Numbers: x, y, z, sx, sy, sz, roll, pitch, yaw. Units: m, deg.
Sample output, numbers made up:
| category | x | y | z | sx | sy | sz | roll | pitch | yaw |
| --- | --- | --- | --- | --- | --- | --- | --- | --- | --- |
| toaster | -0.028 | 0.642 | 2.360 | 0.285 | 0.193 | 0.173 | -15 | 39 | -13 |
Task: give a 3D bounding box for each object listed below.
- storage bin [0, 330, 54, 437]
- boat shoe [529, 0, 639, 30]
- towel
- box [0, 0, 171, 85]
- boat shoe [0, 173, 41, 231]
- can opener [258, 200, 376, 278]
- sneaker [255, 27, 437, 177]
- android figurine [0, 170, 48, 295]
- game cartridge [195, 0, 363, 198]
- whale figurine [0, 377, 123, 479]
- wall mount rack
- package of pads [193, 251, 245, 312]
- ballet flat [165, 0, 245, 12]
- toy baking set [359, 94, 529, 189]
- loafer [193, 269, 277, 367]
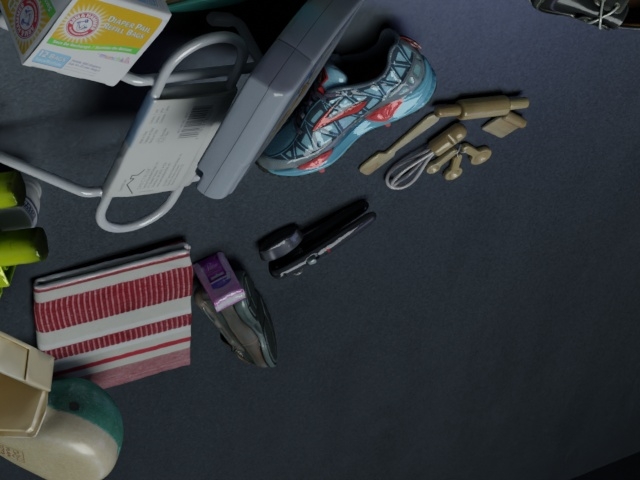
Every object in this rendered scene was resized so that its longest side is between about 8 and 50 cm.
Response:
| category | x | y | z | sx | sy | sz | roll | pitch | yaw |
| --- | --- | --- | --- | --- | --- | --- | --- | --- | --- |
| storage bin | -0.511 | 0.170 | 1.837 | 0.260 | 0.123 | 0.262 | -1 | 163 | 15 |
| boat shoe | 0.378 | -0.322 | 1.940 | 0.233 | 0.079 | 0.084 | -3 | 145 | -35 |
| towel | -0.307 | 0.123 | 2.161 | 0.237 | 0.037 | 0.329 | -15 | 148 | -16 |
| box | -0.244 | -0.262 | 1.387 | 0.114 | 0.203 | 0.103 | 8 | 137 | -46 |
| boat shoe | -0.443 | 0.005 | 1.793 | 0.096 | 0.088 | 0.267 | 41 | 121 | -18 |
| can opener | 0.000 | 0.000 | 2.181 | 0.186 | 0.059 | 0.073 | -25 | 151 | -2 |
| sneaker | 0.014 | -0.187 | 1.872 | 0.262 | 0.104 | 0.125 | -32 | 134 | 2 |
| android figurine | -0.463 | -0.013 | 1.683 | 0.272 | 0.056 | 0.248 | -8 | 129 | 11 |
| game cartridge | -0.038 | -0.189 | 1.651 | 0.198 | 0.062 | 0.297 | -50 | -175 | 38 |
| whale figurine | -0.426 | 0.264 | 2.179 | 0.272 | 0.141 | 0.216 | 15 | 146 | 5 |
| wall mount rack | -0.238 | -0.151 | 1.673 | 0.304 | 0.130 | 0.350 | -9 | 148 | -35 |
| package of pads | -0.148 | 0.061 | 2.134 | 0.050 | 0.083 | 0.032 | -26 | 147 | -8 |
| ballet flat | -0.074 | -0.296 | 1.587 | 0.231 | 0.077 | 0.077 | -1 | -176 | 25 |
| toy baking set | 0.191 | -0.141 | 2.133 | 0.256 | 0.030 | 0.197 | -6 | 146 | -33 |
| loafer | -0.130 | 0.124 | 2.270 | 0.084 | 0.096 | 0.267 | -9 | 150 | 6 |
